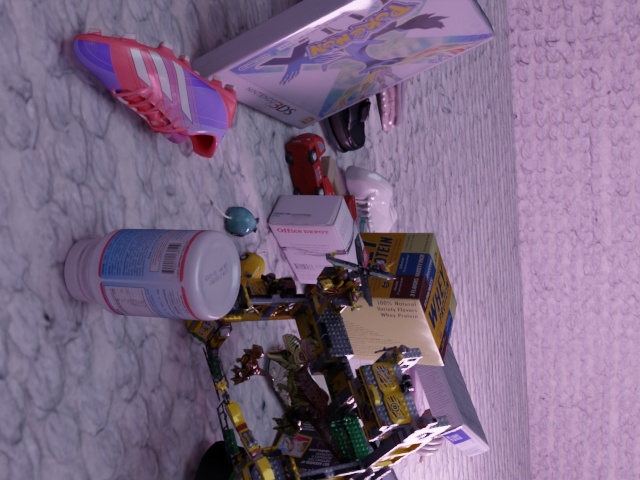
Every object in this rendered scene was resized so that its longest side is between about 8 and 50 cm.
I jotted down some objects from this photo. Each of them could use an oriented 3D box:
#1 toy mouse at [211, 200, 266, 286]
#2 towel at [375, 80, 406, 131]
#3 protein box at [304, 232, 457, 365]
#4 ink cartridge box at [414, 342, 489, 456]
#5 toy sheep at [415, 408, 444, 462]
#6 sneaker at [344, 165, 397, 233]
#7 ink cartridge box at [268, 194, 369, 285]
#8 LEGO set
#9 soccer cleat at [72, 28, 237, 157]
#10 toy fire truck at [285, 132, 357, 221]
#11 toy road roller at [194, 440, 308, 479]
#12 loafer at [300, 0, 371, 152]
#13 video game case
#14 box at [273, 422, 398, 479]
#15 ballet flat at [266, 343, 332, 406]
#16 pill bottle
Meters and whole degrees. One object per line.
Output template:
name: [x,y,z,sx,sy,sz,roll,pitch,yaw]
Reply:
toy mouse: [-0.111,0.005,1.030,0.161,0.031,0.143,-58,142,-48]
towel: [0.096,-0.390,1.261,0.332,0.053,0.316,76,5,-70]
protein box: [0.109,0.100,1.321,0.201,0.200,0.136,64,36,-45]
ink cartridge box: [0.290,0.328,1.837,0.324,0.071,0.330,46,21,-57]
toy sheep: [0.247,0.454,1.790,0.091,0.091,0.132,-17,112,-65]
sneaker: [0.090,-0.055,1.435,0.094,0.080,0.212,-65,150,-20]
ink cartridge box: [0.000,0.000,1.182,0.150,0.109,0.063,65,36,-45]
LEGO set: [-0.006,0.137,0.876,0.255,0.192,0.331,8,52,-27]
soccer cleat: [-0.172,-0.156,0.836,0.248,0.083,0.095,12,92,-65]
toy fire truck: [0.004,-0.095,1.264,0.135,0.047,0.192,-52,136,-54]
toy road roller: [-0.082,0.428,0.925,0.329,0.203,0.240,-55,151,-52]
loafer: [0.045,-0.283,1.284,0.109,0.095,0.302,-60,143,-50]
video game case: [0.044,-0.253,1.020,0.300,0.329,0.036,9,61,-66]
box: [0.030,0.411,1.202,0.247,0.163,0.142,67,32,-42]
ballet flat: [-0.012,0.245,1.209,0.241,0.077,0.091,61,37,-49]
pill bottle: [-0.166,0.032,0.752,0.087,0.160,0.087,2,90,-66]
